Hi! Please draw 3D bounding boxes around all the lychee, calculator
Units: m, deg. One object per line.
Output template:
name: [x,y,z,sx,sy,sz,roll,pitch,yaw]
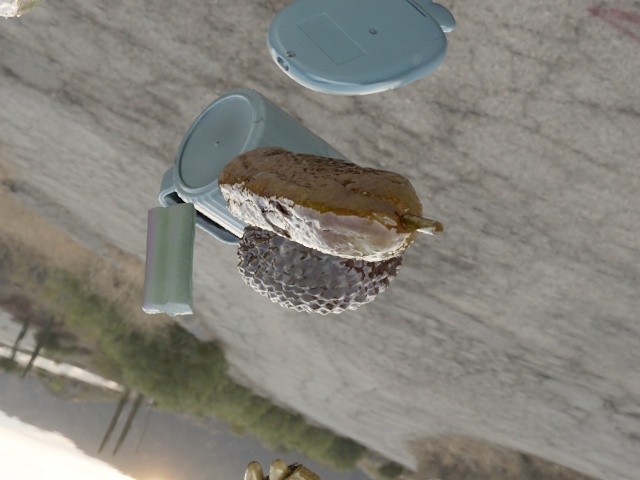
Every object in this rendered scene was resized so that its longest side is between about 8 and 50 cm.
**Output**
lychee: [0.000,0.000,1.290,0.271,0.235,0.236,-23,148,21]
calculator: [0.064,-0.278,1.156,0.188,0.303,0.042,46,145,21]

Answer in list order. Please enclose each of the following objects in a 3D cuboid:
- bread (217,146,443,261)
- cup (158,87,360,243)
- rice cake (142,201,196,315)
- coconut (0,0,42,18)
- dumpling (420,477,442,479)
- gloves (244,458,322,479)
bread: [0.005,-0.033,0.836,0.124,0.084,0.344,-19,-159,-27]
cup: [-0.115,-0.120,1.681,0.331,0.256,0.311,16,166,49]
rice cake: [-0.240,0.027,1.366,0.080,0.221,0.042,-6,139,0]
coconut: [-0.265,-0.365,0.646,0.405,0.404,0.404,21,168,5]
dumpling: [0.104,0.277,0.896,0.076,0.052,0.057,14,143,6]
gloves: [-0.022,0.494,1.295,0.356,0.203,0.155,62,154,6]
